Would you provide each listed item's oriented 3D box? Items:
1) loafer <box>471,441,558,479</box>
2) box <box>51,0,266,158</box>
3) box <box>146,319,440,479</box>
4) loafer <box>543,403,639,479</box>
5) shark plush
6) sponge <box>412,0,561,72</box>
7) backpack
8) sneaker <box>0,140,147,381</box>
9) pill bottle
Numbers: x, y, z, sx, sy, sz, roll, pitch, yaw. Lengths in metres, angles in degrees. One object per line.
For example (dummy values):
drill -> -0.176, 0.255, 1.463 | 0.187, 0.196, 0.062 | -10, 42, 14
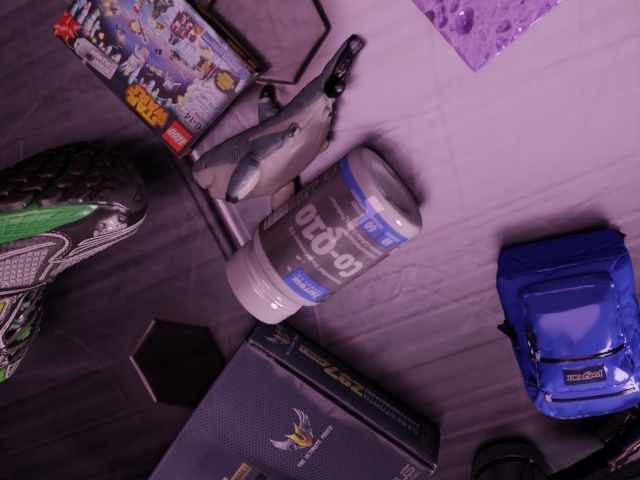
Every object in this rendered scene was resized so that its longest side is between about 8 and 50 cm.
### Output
loafer -> 0.203, 0.293, 0.588 | 0.096, 0.084, 0.267 | -31, 100, 20
box -> -0.122, -0.143, 0.540 | 0.137, 0.027, 0.094 | 45, 113, -5
box -> -0.037, 0.203, 0.624 | 0.183, 0.059, 0.232 | 35, 112, 0
loafer -> 0.288, 0.109, 0.509 | 0.303, 0.109, 0.095 | -30, 81, 14
shark plush -> -0.033, -0.087, 0.528 | 0.067, 0.073, 0.161 | 52, 120, 25
sponge -> 0.078, -0.225, 0.466 | 0.117, 0.031, 0.210 | -41, 96, 21
backpack -> 0.177, 0.068, 0.509 | 0.098, 0.101, 0.120 | -10, 109, 22
sneaker -> -0.263, 0.030, 0.592 | 0.344, 0.134, 0.146 | -24, 109, 28
pill bottle -> 0.000, 0.000, 0.536 | 0.137, 0.078, 0.078 | -37, 97, 21
